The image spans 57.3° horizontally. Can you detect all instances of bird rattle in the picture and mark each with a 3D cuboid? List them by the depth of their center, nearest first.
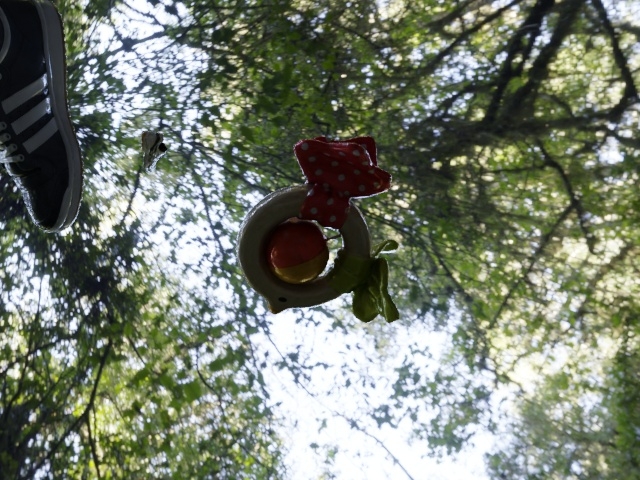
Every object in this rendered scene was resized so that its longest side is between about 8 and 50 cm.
[{"bbox_3d":[0.000,0.000,0.702,0.207,0.143,0.253,-21,-52,1],"label":"bird rattle"}]

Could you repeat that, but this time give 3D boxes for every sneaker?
[{"bbox_3d":[-0.369,-0.144,0.666,0.153,0.099,0.281,-12,-81,-57],"label":"sneaker"},{"bbox_3d":[-0.252,-0.132,0.893,0.037,0.083,0.031,0,-122,-12],"label":"sneaker"}]
